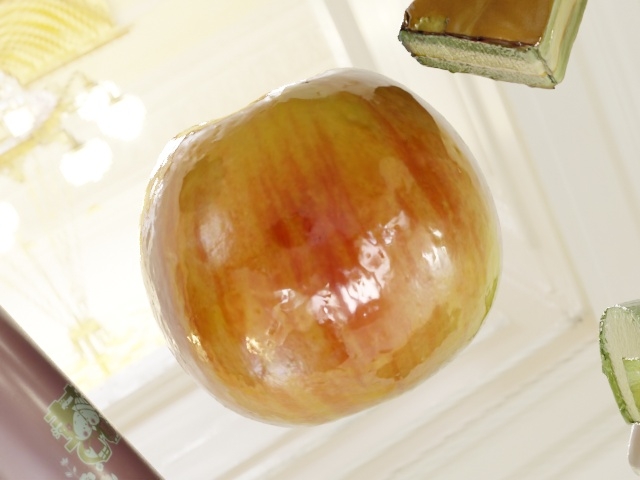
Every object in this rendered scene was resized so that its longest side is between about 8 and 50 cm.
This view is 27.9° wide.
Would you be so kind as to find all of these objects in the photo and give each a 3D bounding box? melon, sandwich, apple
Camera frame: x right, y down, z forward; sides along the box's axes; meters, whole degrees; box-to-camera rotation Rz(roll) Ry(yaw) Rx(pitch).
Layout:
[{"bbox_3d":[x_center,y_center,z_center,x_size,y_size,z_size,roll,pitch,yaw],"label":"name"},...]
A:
[{"bbox_3d":[0.330,0.115,1.280,0.064,0.118,0.209,-20,167,-4],"label":"melon"},{"bbox_3d":[0.135,-0.203,0.930,0.113,0.079,0.163,13,-101,27],"label":"sandwich"},{"bbox_3d":[0.000,0.000,0.955,0.286,0.233,0.286,-24,-171,4],"label":"apple"}]

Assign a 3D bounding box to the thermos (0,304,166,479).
[{"bbox_3d":[-0.227,0.109,0.805,0.136,0.330,0.109,-47,-171,-34],"label":"thermos"}]

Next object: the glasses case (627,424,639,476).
[{"bbox_3d":[0.413,0.217,1.553,0.063,0.041,0.164,-5,-139,31],"label":"glasses case"}]
